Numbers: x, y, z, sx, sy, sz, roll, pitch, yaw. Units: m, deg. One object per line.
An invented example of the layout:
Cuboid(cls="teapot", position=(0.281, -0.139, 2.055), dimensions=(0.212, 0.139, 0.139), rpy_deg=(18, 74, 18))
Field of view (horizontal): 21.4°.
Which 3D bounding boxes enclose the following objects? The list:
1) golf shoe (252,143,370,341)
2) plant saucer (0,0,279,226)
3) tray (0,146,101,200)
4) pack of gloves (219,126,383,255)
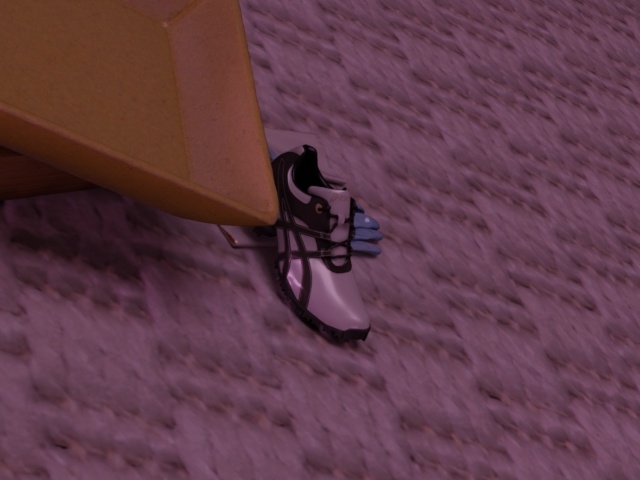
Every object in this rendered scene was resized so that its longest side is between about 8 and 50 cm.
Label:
Cuboid(cls="golf shoe", position=(0.000, 0.000, 1.583), dimensions=(0.077, 0.094, 0.198), rpy_deg=(-6, 59, -53))
Cuboid(cls="plant saucer", position=(-0.206, -0.165, 1.453), dimensions=(0.333, 0.081, 0.332), rpy_deg=(23, 39, -34))
Cuboid(cls="tray", position=(-0.278, -0.139, 1.483), dimensions=(0.411, 0.076, 0.203), rpy_deg=(-11, 63, -56))
Cuboid(cls="pack of gloves", position=(-0.036, -0.069, 1.714), dimensions=(0.232, 0.046, 0.195), rpy_deg=(5, 40, -45))
